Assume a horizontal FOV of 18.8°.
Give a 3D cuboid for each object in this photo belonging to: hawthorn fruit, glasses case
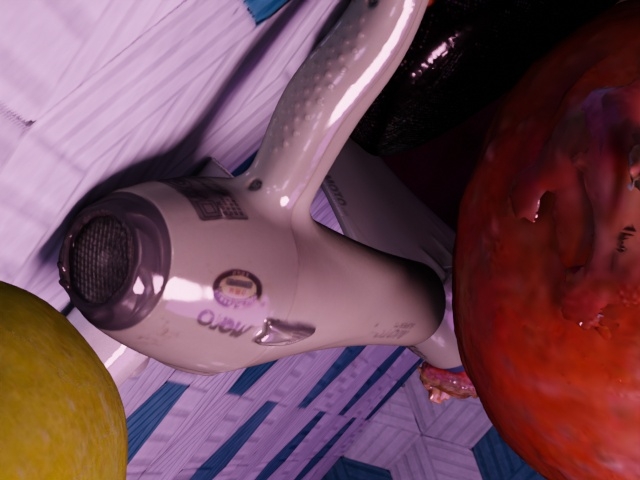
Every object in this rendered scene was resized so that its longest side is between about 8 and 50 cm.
[{"bbox_3d":[0.179,-0.001,0.867,0.276,0.276,0.307,-47,155,-1],"label":"hawthorn fruit"},{"bbox_3d":[0.126,-0.157,0.942,0.321,0.082,0.122,-41,172,-21],"label":"glasses case"}]

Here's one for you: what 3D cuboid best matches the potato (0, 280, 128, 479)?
[{"bbox_3d":[-0.152,0.103,0.510,0.253,0.148,0.186,-40,167,-38],"label":"potato"}]

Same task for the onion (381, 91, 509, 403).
[{"bbox_3d":[0.094,0.002,1.150,0.140,0.195,0.218,2,118,-47],"label":"onion"}]

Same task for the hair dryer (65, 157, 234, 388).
[{"bbox_3d":[-0.085,0.035,0.960,0.155,0.044,0.183,-46,177,-1],"label":"hair dryer"}]

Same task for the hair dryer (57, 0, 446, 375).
[{"bbox_3d":[0.013,-0.021,0.846,0.225,0.088,0.219,-47,148,-1],"label":"hair dryer"}]

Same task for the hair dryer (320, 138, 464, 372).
[{"bbox_3d":[-0.001,-0.013,1.074,0.067,0.199,0.167,-47,133,-27],"label":"hair dryer"}]

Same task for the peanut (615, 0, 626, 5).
[{"bbox_3d":[0.227,-0.206,1.122,0.253,0.122,0.137,-53,163,23],"label":"peanut"}]
